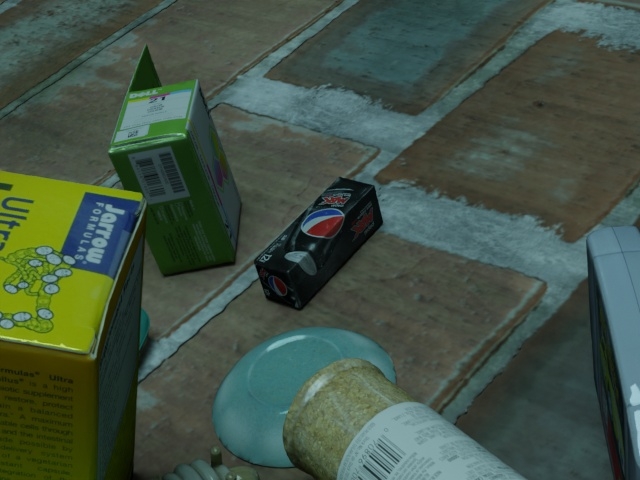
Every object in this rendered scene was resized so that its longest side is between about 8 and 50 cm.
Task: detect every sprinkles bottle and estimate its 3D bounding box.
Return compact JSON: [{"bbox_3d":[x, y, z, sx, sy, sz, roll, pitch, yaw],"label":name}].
[{"bbox_3d":[0.113,0.224,0.996,0.121,0.121,0.355,-33,40,-21],"label":"sprinkles bottle"}]

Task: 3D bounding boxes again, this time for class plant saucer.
[{"bbox_3d":[-0.022,0.143,1.226,0.194,0.037,0.195,-11,36,9],"label":"plant saucer"}]

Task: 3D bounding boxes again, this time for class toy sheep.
[{"bbox_3d":[-0.114,0.240,1.094,0.132,0.091,0.091,-20,36,-19],"label":"toy sheep"}]

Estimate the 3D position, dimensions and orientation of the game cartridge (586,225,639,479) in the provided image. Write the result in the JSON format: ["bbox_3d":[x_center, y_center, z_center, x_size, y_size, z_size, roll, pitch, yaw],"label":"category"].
[{"bbox_3d":[0.263,0.131,0.995,0.060,0.196,0.294,-4,37,5],"label":"game cartridge"}]

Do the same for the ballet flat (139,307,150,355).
[{"bbox_3d":[-0.242,0.152,1.293,0.067,0.073,0.206,-27,24,35],"label":"ballet flat"}]

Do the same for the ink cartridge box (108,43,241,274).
[{"bbox_3d":[-0.166,-0.114,1.486,0.097,0.189,0.255,-10,37,11],"label":"ink cartridge box"}]

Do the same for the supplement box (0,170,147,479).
[{"bbox_3d":[-0.265,0.140,1.025,0.195,0.357,0.194,9,39,-1],"label":"supplement box"}]

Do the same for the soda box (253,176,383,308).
[{"bbox_3d":[0.000,0.000,1.382,0.053,0.060,0.169,16,48,35],"label":"soda box"}]
